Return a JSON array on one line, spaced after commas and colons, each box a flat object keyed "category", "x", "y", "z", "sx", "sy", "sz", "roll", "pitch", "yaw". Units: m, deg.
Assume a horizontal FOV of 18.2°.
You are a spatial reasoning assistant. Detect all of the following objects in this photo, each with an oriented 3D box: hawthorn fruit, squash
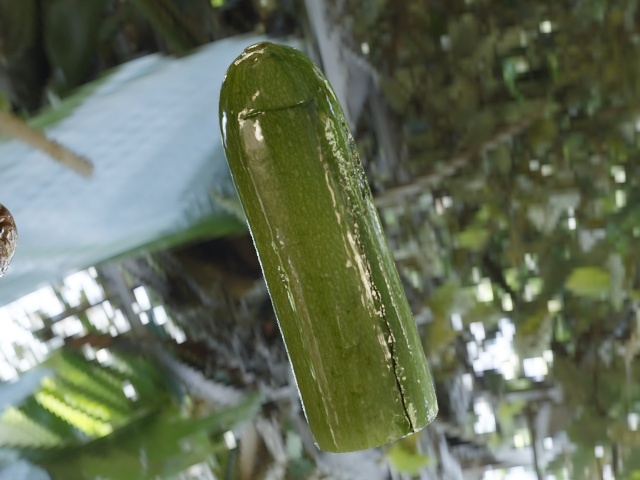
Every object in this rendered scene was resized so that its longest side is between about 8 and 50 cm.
[{"category": "hawthorn fruit", "x": -0.253, "y": 0.011, "z": 1.366, "sx": 0.103, "sy": 0.067, "sz": 0.067, "roll": -32, "pitch": -138, "yaw": 38}, {"category": "squash", "x": 0.000, "y": 0.000, "z": 0.405, "sx": 0.027, "sy": 0.083, "sz": 0.027, "roll": -17, "pitch": -168, "yaw": 4}]
